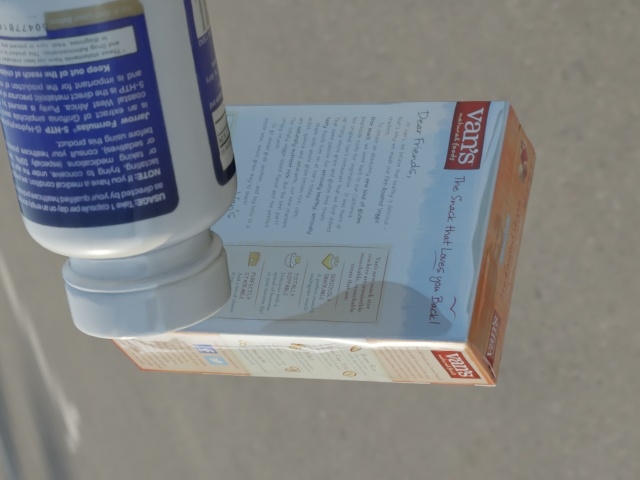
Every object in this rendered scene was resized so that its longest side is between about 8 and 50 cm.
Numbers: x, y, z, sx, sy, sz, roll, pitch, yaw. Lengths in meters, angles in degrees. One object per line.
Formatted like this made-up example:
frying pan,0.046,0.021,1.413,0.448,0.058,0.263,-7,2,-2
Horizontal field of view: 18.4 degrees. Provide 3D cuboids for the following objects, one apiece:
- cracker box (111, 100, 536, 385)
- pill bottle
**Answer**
cracker box,0.000,0.000,1.168,0.067,0.232,0.155,53,-136,-54
pill bottle,-0.101,-0.052,0.987,0.112,0.112,0.186,-146,43,-62
